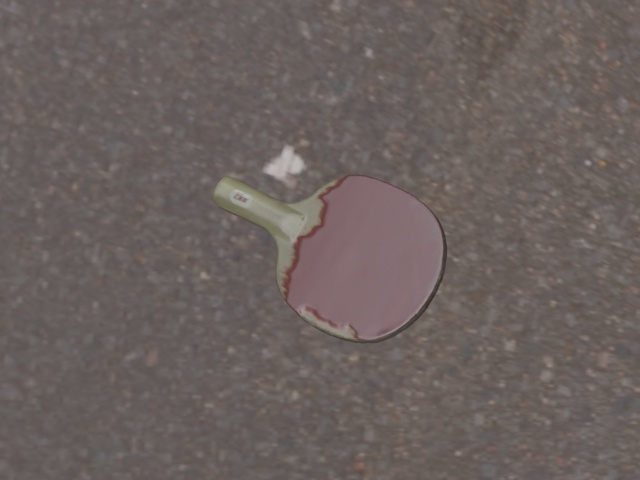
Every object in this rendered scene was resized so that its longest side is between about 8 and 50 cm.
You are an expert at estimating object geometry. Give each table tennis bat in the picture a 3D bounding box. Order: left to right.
[{"bbox_3d":[0.000,0.000,1.149,0.234,0.022,0.131,25,85,35],"label":"table tennis bat"}]
